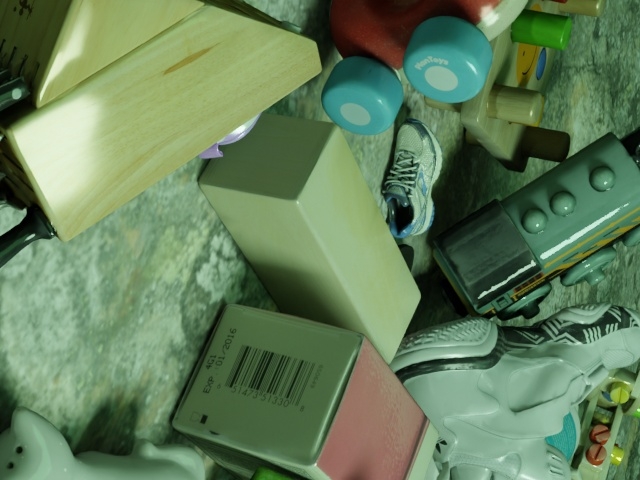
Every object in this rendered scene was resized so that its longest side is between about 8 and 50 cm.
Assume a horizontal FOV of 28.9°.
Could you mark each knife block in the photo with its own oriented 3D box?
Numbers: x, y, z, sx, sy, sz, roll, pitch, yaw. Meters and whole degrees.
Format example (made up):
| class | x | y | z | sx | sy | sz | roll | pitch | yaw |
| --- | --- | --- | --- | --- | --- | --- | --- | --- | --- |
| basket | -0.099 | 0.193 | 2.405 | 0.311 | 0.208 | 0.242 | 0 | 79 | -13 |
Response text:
| class | x | y | z | sx | sy | sz | roll | pitch | yaw |
| --- | --- | --- | --- | --- | --- | --- | --- | --- | --- |
| knife block | -0.157 | -0.060 | 0.778 | 0.275 | 0.088 | 0.242 | 9 | 111 | -47 |

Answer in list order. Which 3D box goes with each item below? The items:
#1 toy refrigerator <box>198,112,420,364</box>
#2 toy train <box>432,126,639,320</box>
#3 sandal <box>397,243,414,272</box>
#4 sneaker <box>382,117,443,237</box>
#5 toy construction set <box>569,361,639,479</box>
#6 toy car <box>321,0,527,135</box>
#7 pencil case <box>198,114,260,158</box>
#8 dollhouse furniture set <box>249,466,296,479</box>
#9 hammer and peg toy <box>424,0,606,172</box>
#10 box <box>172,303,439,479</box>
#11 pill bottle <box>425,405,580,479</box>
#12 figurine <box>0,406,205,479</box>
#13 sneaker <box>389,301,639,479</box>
| class | x | y | z | sx | sy | sz | roll | pitch | yaw |
| --- | --- | --- | --- | --- | --- | --- | --- | --- | --- |
| toy refrigerator | 0.000 | 0.000 | 1.133 | 0.094 | 0.102 | 0.269 | -63 | 146 | -26 |
| toy train | 0.281 | -0.019 | 1.440 | 0.142 | 0.334 | 0.190 | 61 | 8 | 16 |
| sandal | 0.068 | 0.080 | 1.340 | 0.179 | 0.040 | 0.067 | -58 | 145 | -32 |
| sneaker | 0.096 | -0.063 | 1.331 | 0.058 | 0.052 | 0.135 | -30 | 125 | -48 |
| toy construction set | 0.426 | 0.306 | 1.935 | 0.328 | 0.151 | 0.215 | -46 | 162 | -33 |
| toy car | 0.048 | -0.260 | 1.093 | 0.238 | 0.210 | 0.219 | 41 | 56 | -25 |
| pencil case | -0.111 | -0.148 | 0.901 | 0.206 | 0.086 | 0.088 | 48 | 43 | -55 |
| dollhouse furniture set | -0.057 | 0.370 | 1.032 | 0.197 | 0.151 | 0.301 | 116 | 0 | -61 |
| hammer and peg toy | 0.244 | -0.272 | 1.407 | 0.266 | 0.127 | 0.361 | 27 | 78 | -67 |
| box | -0.005 | 0.173 | 1.137 | 0.127 | 0.148 | 0.232 | -67 | 150 | -21 |
| pill bottle | 0.246 | 0.262 | 1.608 | 0.264 | 0.146 | 0.146 | -29 | 125 | -53 |
| figurine | -0.191 | 0.234 | 0.906 | 0.209 | 0.092 | 0.215 | 34 | 70 | -54 |
| sneaker | 0.254 | 0.195 | 1.444 | 0.366 | 0.137 | 0.210 | -3 | 71 | -31 |
